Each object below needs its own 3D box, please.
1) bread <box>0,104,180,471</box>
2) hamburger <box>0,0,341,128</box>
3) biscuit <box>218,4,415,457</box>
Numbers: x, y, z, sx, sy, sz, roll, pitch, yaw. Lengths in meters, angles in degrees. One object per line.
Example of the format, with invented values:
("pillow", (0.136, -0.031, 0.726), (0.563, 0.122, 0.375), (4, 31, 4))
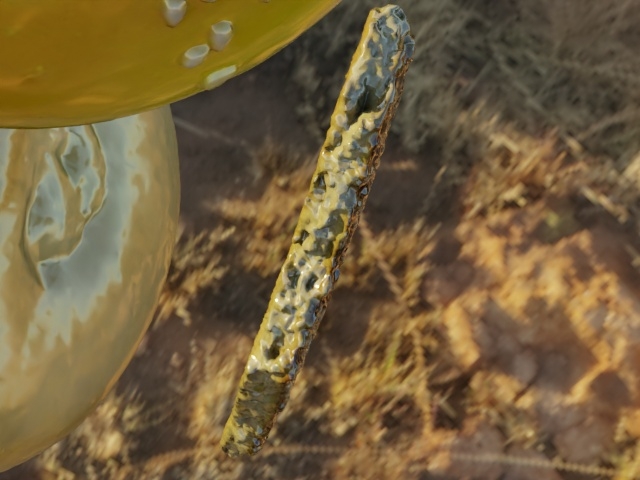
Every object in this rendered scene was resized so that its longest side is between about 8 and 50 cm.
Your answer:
("bread", (-0.275, -0.018, 1.004), (0.376, 0.253, 0.348), (-2, 67, 30))
("hamburger", (-0.045, -0.153, 0.378), (0.227, 0.295, 0.151), (34, 19, -28))
("biscuit", (-0.003, 0.008, 0.687), (0.026, 0.237, 0.131), (19, 68, -1))
